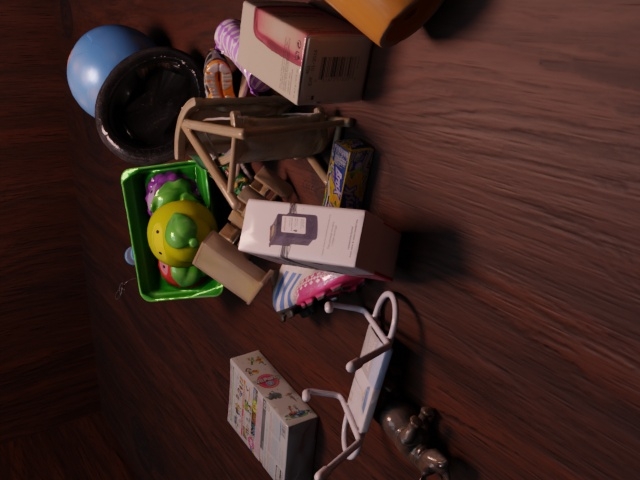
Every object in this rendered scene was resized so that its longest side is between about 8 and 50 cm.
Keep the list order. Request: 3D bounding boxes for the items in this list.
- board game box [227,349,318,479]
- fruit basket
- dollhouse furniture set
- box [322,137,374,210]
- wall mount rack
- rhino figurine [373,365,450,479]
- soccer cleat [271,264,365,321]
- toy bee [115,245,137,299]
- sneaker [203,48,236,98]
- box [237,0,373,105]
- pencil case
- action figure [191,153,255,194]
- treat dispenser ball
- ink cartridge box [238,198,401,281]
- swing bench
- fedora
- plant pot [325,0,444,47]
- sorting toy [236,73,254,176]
[{"bbox_3d":[-0.134,0.468,1.652,0.303,0.097,0.224,36,128,45],"label":"board game box"},{"bbox_3d":[-0.378,-0.018,1.634,0.392,0.282,0.392,-5,-90,-78],"label":"fruit basket"},{"bbox_3d":[-0.150,-0.003,1.436,0.161,0.242,0.212,36,141,-1],"label":"dollhouse furniture set"},{"bbox_3d":[0.049,-0.108,1.204,0.054,0.059,0.169,46,136,41],"label":"box"},{"bbox_3d":[0.052,0.266,1.150,0.304,0.130,0.350,-123,45,-72],"label":"wall mount rack"},{"bbox_3d":[0.170,0.356,1.159,0.243,0.073,0.106,52,136,41],"label":"rhino figurine"},{"bbox_3d":[-0.025,0.074,1.329,0.331,0.116,0.143,-34,69,55],"label":"soccer cleat"},{"bbox_3d":[-0.617,0.070,2.240,0.195,0.162,0.298,27,98,60],"label":"toy bee"},{"bbox_3d":[-0.249,-0.377,1.545,0.215,0.084,0.083,107,153,-56],"label":"sneaker"},{"bbox_3d":[-0.034,-0.354,1.167,0.232,0.148,0.127,43,134,41],"label":"box"},{"bbox_3d":[-0.169,-0.417,1.408,0.088,0.086,0.206,-46,54,13],"label":"pencil case"},{"bbox_3d":[-0.237,-0.191,1.577,0.232,0.137,0.063,52,166,20],"label":"action figure"},{"bbox_3d":[-0.600,-0.491,1.861,0.288,0.288,0.288,25,121,51],"label":"treat dispenser ball"},{"bbox_3d":[0.000,0.000,1.119,0.237,0.172,0.100,8,82,29],"label":"ink cartridge box"},{"bbox_3d":[-0.118,-0.201,1.240,0.254,0.253,0.165,40,130,40],"label":"swing bench"},{"bbox_3d":[-0.438,-0.352,1.715,0.152,0.333,0.334,77,177,-85],"label":"fedora"},{"bbox_3d":[0.084,-0.405,0.942,0.188,0.205,0.205,55,144,7],"label":"plant pot"},{"bbox_3d":[-0.180,-0.277,1.467,0.208,0.038,0.193,-95,17,-51],"label":"sorting toy"}]
